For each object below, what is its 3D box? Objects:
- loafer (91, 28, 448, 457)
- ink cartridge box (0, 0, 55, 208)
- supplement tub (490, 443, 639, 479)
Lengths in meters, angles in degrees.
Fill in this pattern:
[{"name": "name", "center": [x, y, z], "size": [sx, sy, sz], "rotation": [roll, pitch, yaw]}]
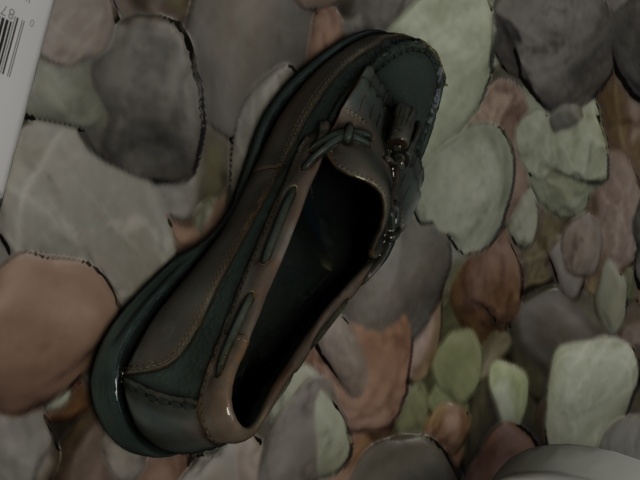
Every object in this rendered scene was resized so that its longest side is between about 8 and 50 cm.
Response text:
[{"name": "loafer", "center": [0.000, 0.000, 0.820], "size": [0.267, 0.084, 0.096], "rotation": [-54, 126, -29]}, {"name": "ink cartridge box", "center": [-0.196, -0.051, 0.615], "size": [0.160, 0.093, 0.219], "rotation": [24, 75, -43]}, {"name": "supplement tub", "center": [0.085, 0.273, 0.814], "size": [0.316, 0.228, 0.228], "rotation": [-47, 123, -33]}]
